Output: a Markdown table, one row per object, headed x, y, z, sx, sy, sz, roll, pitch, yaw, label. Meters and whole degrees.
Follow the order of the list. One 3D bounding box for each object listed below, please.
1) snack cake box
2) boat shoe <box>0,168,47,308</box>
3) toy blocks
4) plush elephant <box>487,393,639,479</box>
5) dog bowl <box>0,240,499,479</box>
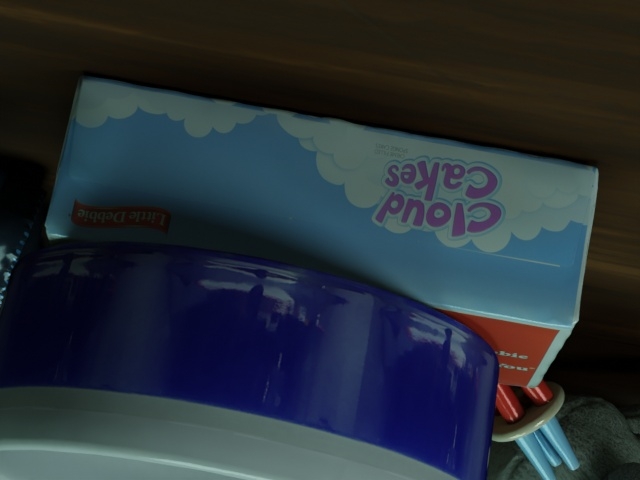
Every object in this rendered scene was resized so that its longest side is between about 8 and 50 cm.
| x | y | z | sx | sy | sz | roll | pitch | yaw | label |
| --- | --- | --- | --- | --- | --- | --- | --- | --- | --- |
| 0.000 | 0.000 | 1.028 | 0.264 | 0.089 | 0.152 | 10 | 163 | 1 | snack cake box |
| -0.194 | 0.052 | 1.232 | 0.089 | 0.109 | 0.258 | 25 | 143 | 0 | boat shoe |
| 0.084 | 0.081 | 1.178 | 0.123 | 0.054 | 0.148 | -10 | 117 | 51 | toy blocks |
| 0.179 | 0.180 | 1.295 | 0.330 | 0.272 | 0.255 | -22 | 138 | -29 | plush elephant |
| -0.043 | 0.091 | 1.016 | 0.265 | 0.104 | 0.265 | 10 | 164 | 3 | dog bowl |
